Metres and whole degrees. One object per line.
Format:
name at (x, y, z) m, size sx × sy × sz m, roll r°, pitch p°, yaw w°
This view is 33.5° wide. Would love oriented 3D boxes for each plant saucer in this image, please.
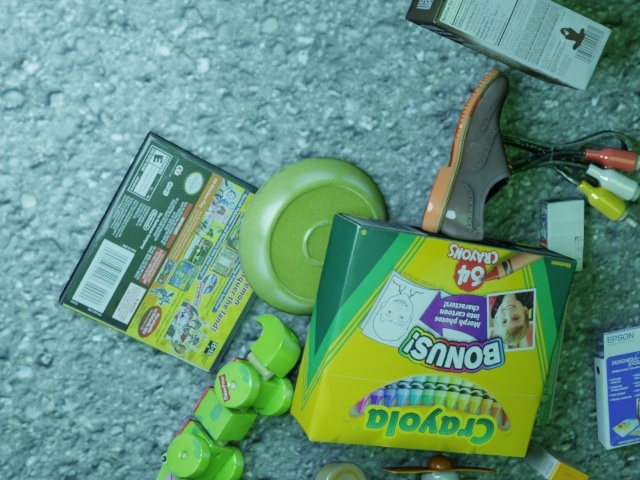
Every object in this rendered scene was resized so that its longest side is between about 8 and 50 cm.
plant saucer at (0.000, 0.000, 1.539) m, size 0.241 × 0.037 × 0.241 m, roll -7°, pitch 108°, yaw -24°

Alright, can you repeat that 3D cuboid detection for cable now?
cable at (0.374, -0.126, 1.604) m, size 0.287 × 0.072 × 0.139 m, roll 18°, pitch 86°, yaw -15°

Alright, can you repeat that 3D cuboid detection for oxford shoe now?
oxford shoe at (0.232, -0.121, 1.524) m, size 0.098 × 0.097 × 0.271 m, roll 19°, pitch 74°, yaw 10°

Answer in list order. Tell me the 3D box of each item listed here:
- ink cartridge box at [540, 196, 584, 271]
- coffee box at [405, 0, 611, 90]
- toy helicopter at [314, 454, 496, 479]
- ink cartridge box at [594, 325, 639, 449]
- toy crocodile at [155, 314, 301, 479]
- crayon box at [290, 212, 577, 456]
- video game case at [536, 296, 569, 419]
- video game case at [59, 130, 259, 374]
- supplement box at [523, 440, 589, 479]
ink cartridge box at (0.376, -0.008, 1.656) m, size 0.063 × 0.029 × 0.115 m, roll -6°, pitch 105°, yaw -13°
coffee box at (0.262, -0.307, 1.501) m, size 0.246 × 0.141 × 0.098 m, roll 21°, pitch 98°, yaw -16°
toy helicopter at (0.137, 0.417, 1.637) m, size 0.355 × 0.140 × 0.235 m, roll 34°, pitch 71°, yaw -29°
ink cartridge box at (0.551, 0.224, 1.742) m, size 0.206 × 0.045 × 0.208 m, roll -9°, pitch 106°, yaw -12°
toy crocodile at (-0.145, 0.262, 1.560) m, size 0.340 × 0.105 × 0.115 m, roll -55°, pitch 144°, yaw 8°
crayon box at (0.166, 0.144, 1.559) m, size 0.363 × 0.106 × 0.313 m, roll 9°, pitch 99°, yaw -22°
video game case at (0.289, 0.181, 1.682) m, size 0.193 × 0.023 × 0.212 m, roll 3°, pitch 102°, yaw -14°
video game case at (-0.199, 0.022, 1.524) m, size 0.248 × 0.035 × 0.275 m, roll 28°, pitch 94°, yaw -17°
supplement box at (0.377, 0.365, 1.706) m, size 0.062 × 0.098 × 0.036 m, roll 27°, pitch 92°, yaw -17°
